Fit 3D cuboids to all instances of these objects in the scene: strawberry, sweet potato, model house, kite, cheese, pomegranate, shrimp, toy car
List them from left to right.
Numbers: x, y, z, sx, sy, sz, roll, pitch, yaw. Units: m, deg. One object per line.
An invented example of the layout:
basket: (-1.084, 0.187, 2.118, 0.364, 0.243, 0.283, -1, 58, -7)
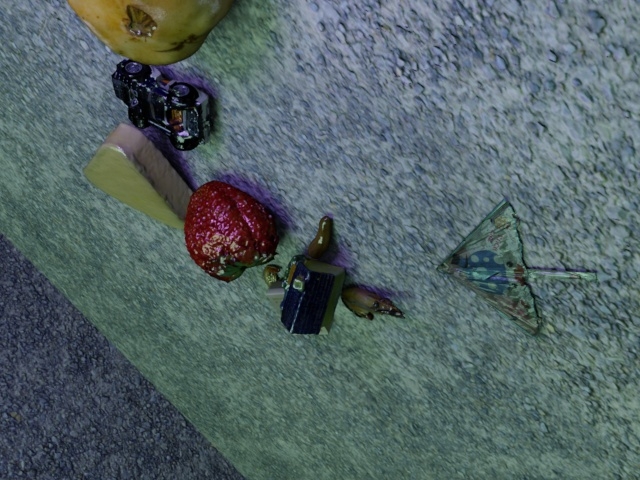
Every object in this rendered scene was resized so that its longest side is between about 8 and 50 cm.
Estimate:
cheese: (-0.588, -0.199, 1.727, 0.384, 0.104, 0.384, 24, 155, 12)
pomegranate: (-0.338, -0.526, 1.126, 0.333, 0.332, 0.332, 23, 138, 22)
toy car: (-0.421, -0.372, 1.490, 0.301, 0.118, 0.193, 30, 146, 15)
strawberry: (-0.260, -0.041, 1.589, 0.288, 0.250, 0.238, 66, 149, 10)
shrimp: (-0.129, 0.116, 1.783, 0.162, 0.045, 0.095, -17, 93, 52)
model house: (-0.051, 0.153, 1.537, 0.170, 0.211, 0.193, 21, 99, 14)
sweet potato: (0.002, 0.000, 1.542, 0.053, 0.054, 0.182, 30, 139, 5)
shrimp: (0.161, 0.186, 1.578, 0.262, 0.066, 0.117, 16, 152, 49)
kite: (0.432, 0.074, 1.280, 0.368, 0.014, 0.406, 1, 126, 38)

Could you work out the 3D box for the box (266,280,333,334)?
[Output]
box: (-0.062, 0.211, 1.751, 0.141, 0.058, 0.201, -5, 131, 28)
